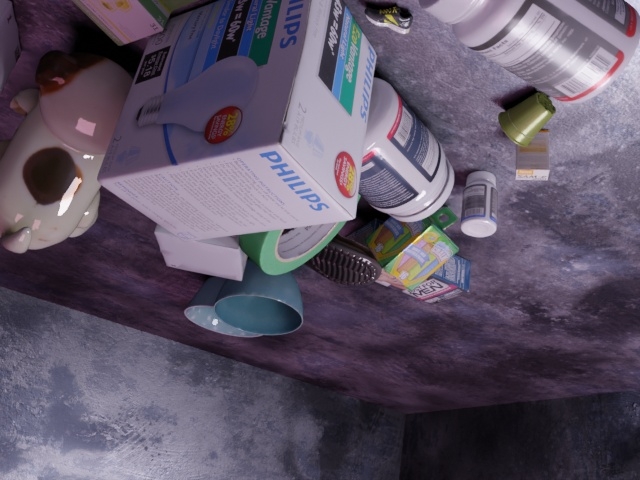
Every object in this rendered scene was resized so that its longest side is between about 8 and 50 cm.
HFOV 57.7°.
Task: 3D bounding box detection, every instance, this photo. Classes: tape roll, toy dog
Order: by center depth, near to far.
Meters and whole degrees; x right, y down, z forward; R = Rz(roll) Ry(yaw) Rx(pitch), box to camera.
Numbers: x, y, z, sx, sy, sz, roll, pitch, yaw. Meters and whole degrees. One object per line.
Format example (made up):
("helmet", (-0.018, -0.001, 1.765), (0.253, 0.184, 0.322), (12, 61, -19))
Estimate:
("toy dog", (-0.530, -0.203, 1.185), (0.285, 0.395, 0.408), (36, 113, -17))
("tape roll", (-0.037, -0.065, 1.313), (0.077, 0.321, 0.321), (42, 162, 21))

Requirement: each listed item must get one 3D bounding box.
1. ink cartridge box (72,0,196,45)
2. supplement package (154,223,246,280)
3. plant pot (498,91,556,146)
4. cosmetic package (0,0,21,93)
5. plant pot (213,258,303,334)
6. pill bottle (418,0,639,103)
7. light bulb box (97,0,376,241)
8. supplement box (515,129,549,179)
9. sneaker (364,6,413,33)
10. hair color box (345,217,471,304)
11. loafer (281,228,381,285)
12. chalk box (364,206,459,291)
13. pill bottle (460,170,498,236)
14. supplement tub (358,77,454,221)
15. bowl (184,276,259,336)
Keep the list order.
("ink cartridge box", (-0.312, -0.431, 0.973), (0.235, 0.056, 0.171), (-4, 149, 31))
("supplement package", (-0.260, -0.071, 1.426), (0.198, 0.262, 0.199), (12, 154, 0))
("plant pot", (0.390, -0.231, 1.080), (0.083, 0.083, 0.079), (23, 140, -22))
("cosmetic package", (-0.697, -0.384, 1.102), (0.184, 0.151, 0.151), (17, 154, -12))
("plant pot", (-0.191, 0.164, 1.925), (0.291, 0.195, 0.290), (5, 147, 3))
("pill bottle", (0.293, -0.326, 0.826), (0.284, 0.161, 0.161), (22, 151, -20))
("light bulb box", (-0.126, -0.214, 0.989), (0.362, 0.357, 0.225), (-7, 150, 30))
("supplement box", (0.421, -0.169, 1.154), (0.062, 0.098, 0.036), (3, 153, 16))
("sneaker", (0.114, -0.372, 0.957), (0.084, 0.031, 0.035), (13, 140, -14))
("hair color box", (0.247, 0.070, 1.688), (0.348, 0.105, 0.174), (23, 151, -22))
("loafer", (0.000, 0.000, 1.555), (0.366, 0.130, 0.133), (23, 136, 9))
("chalk box", (0.245, -0.005, 1.457), (0.213, 0.132, 0.132), (-44, 125, 12))
("pill bottle", (0.358, -0.083, 1.305), (0.078, 0.137, 0.078), (9, 152, 5))
("supplement tub", (0.129, -0.172, 1.157), (0.191, 0.191, 0.272), (-12, 145, 38))
("bowl", (-0.336, 0.232, 2.167), (0.312, 0.163, 0.311), (8, 154, 4))
